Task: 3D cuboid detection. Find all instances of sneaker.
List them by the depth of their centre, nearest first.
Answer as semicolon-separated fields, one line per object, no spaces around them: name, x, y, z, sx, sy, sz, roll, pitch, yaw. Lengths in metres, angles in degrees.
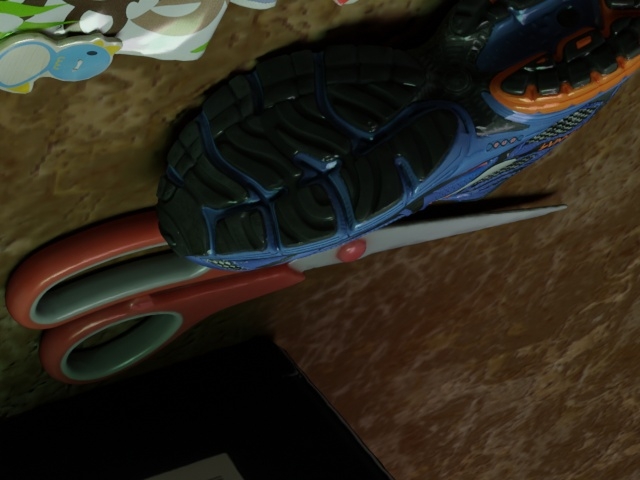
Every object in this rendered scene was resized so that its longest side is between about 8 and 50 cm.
sneaker;0.039;-0.040;0.618;0.221;0.083;0.087;-22;155;-7

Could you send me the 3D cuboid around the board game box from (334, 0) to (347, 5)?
board game box;0.046;-0.168;0.356;0.193;0.147;0.045;-32;150;7

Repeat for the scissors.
scissors;0.000;0.000;0.700;0.297;0.021;0.109;-17;146;-18

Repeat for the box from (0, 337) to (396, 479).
box;-0.038;0.304;0.723;0.212;0.293;0.395;-16;122;-21

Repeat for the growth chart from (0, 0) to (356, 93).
growth chart;-0.069;-0.106;0.481;0.237;0.021;0.172;-15;149;-22
